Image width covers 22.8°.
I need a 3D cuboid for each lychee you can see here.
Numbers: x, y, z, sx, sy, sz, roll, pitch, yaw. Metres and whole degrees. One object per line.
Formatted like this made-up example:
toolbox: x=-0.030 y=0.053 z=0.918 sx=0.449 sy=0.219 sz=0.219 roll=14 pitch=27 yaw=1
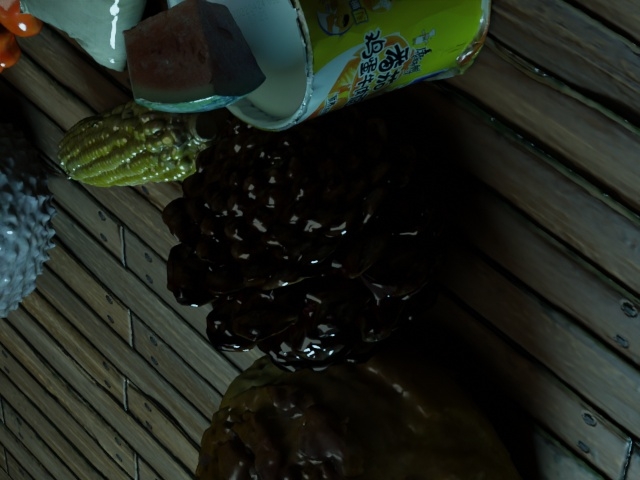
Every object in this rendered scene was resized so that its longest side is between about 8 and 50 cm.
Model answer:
lychee: x=-0.429 y=-0.012 z=1.735 sx=0.300 sy=0.300 sz=0.300 roll=36 pitch=142 yaw=35

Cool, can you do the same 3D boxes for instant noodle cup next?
instant noodle cup: x=-0.003 y=-0.177 z=1.082 sx=0.205 sy=0.153 sz=0.205 roll=35 pitch=140 yaw=35

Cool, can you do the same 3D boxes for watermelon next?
watermelon: x=-0.086 y=-0.114 z=1.023 sx=0.072 sy=0.085 sz=0.092 roll=65 pitch=171 yaw=-27

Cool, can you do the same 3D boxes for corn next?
corn: x=-0.165 y=-0.093 z=1.462 sx=0.288 sy=0.086 sz=0.086 roll=-3 pitch=112 yaw=59

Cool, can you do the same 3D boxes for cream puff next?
cream puff: x=0.013 y=0.228 z=1.308 sx=0.343 sy=0.231 sz=0.327 roll=29 pitch=145 yaw=40

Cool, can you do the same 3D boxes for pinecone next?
pinecone: x=0.000 y=0.000 z=1.185 sx=0.221 sy=0.221 sz=0.221 roll=36 pitch=142 yaw=35

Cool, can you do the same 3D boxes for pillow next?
pillow: x=-0.201 y=-0.249 z=1.393 sx=0.134 sy=0.078 sz=0.181 roll=43 pitch=142 yaw=23

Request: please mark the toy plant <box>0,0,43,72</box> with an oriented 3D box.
toy plant: x=-0.429 y=-0.315 z=1.586 sx=0.400 sy=0.185 sz=0.279 roll=23 pitch=113 yaw=35
